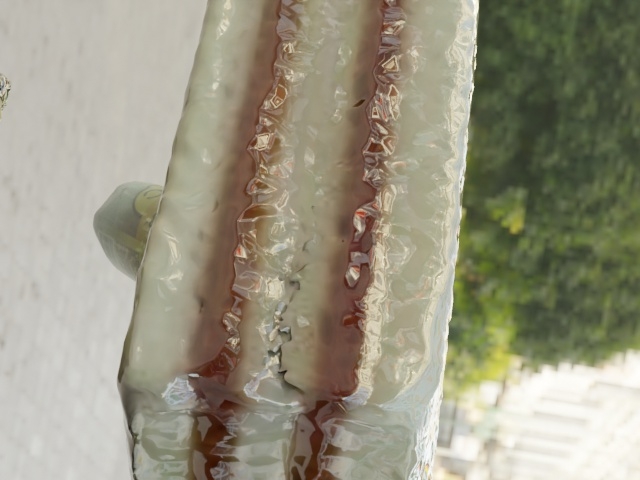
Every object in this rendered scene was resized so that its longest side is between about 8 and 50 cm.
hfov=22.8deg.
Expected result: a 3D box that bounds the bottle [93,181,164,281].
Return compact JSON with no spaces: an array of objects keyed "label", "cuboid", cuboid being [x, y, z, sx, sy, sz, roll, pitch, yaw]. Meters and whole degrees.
[{"label":"bottle","cuboid":[-0.103,0.012,1.257,0.269,0.083,0.083,24,-72,59]}]

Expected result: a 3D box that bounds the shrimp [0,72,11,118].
[{"label":"shrimp","cuboid":[-0.267,-0.018,0.914,0.272,0.085,0.445,-43,-172,-18]}]

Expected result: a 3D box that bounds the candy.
[{"label":"candy","cuboid":[0.000,0.000,0.737,0.179,0.135,0.321,91,5,-47]}]
